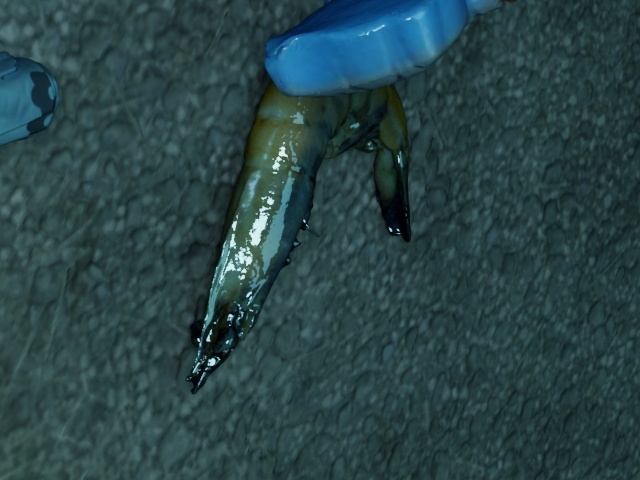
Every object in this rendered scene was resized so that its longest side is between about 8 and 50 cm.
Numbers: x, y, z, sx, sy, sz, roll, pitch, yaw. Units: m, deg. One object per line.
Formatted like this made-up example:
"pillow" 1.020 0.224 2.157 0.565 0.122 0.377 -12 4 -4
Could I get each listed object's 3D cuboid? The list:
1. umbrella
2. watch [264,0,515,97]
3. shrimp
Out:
"umbrella" -0.235 -0.057 0.980 0.250 0.052 0.053 -17 70 -46
"watch" 0.021 -0.249 1.133 0.305 0.241 0.274 -49 119 -24
"shrimp" 0.000 0.000 1.298 0.198 0.051 0.262 35 71 -51
